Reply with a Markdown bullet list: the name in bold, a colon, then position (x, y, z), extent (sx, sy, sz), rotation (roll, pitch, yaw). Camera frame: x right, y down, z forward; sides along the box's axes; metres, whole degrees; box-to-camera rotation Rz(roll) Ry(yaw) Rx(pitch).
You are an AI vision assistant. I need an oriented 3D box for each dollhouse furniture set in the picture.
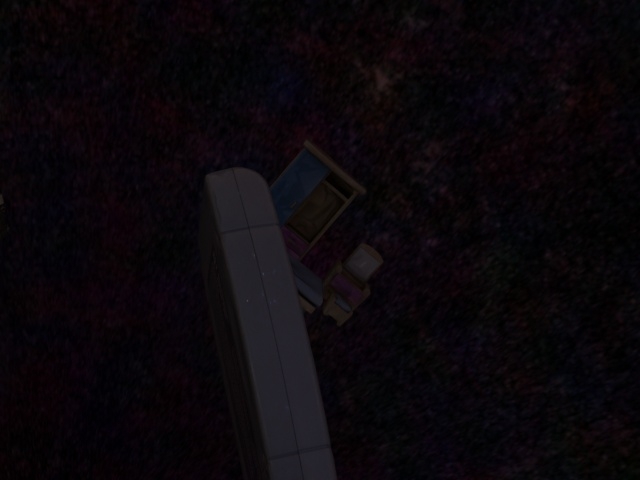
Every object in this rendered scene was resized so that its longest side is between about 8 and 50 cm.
- **dollhouse furniture set**: position (0.000, 0.000, 1.731), extent (0.286, 0.303, 0.198), rotation (40, 100, -8)

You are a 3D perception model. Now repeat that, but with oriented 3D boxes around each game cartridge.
- **game cartridge**: position (-0.046, 0.101, 0.858), extent (0.060, 0.196, 0.294), rotation (-11, 71, -9)

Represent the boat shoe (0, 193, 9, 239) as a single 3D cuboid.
- **boat shoe**: position (-0.558, -0.030, 1.693), extent (0.081, 0.227, 0.069), rotation (-20, 101, -34)
